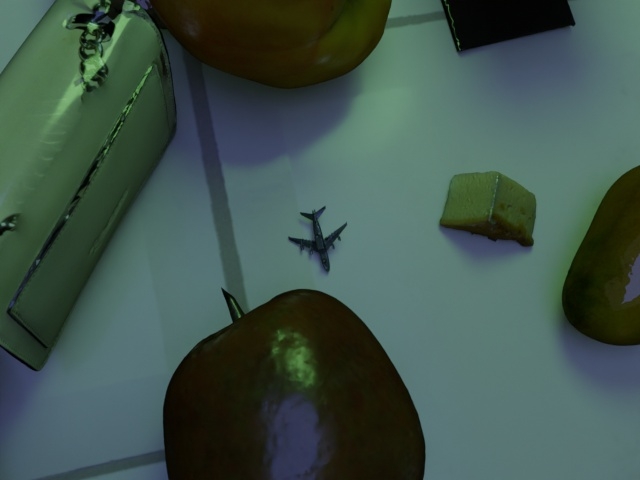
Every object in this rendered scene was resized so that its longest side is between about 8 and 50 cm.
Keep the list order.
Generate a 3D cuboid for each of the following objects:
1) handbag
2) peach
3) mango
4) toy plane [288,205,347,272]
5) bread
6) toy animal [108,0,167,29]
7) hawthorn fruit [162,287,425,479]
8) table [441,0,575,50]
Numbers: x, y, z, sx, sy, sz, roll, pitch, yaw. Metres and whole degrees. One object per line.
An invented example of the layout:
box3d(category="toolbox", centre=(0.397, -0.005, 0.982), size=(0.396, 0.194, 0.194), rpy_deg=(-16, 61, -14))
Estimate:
box3d(category="handbag", centre=(-0.298, -0.065, 0.775), size=(0.160, 0.237, 0.358), rpy_deg=(25, 68, -3))
box3d(category="peach", centre=(-0.070, -0.333, 0.861), size=(0.308, 0.289, 0.289), rpy_deg=(22, 76, 24))
box3d(category="mango", centre=(0.417, 0.022, 0.913), size=(0.175, 0.139, 0.254), rpy_deg=(27, 85, 12))
box3d(category="toy plane", centre=(-0.001, -0.001, 0.927), size=(0.078, 0.024, 0.084), rpy_deg=(-14, 80, 10))
box3d(category="bread", centre=(0.228, -0.042, 0.964), size=(0.109, 0.080, 0.084), rpy_deg=(22, 75, -38))
box3d(category="toy animal", centre=(-0.236, -0.304, 0.941), size=(0.219, 0.086, 0.069), rpy_deg=(22, 80, -20))
box3d(category="hawthorn fruit", centre=(-0.036, 0.178, 0.766), size=(0.267, 0.268, 0.301), rpy_deg=(-21, 80, -10))
box3d(category="table", centre=(0.244, -0.433, 0.925), size=(0.196, 0.250, 0.282), rpy_deg=(-14, 82, -10))
